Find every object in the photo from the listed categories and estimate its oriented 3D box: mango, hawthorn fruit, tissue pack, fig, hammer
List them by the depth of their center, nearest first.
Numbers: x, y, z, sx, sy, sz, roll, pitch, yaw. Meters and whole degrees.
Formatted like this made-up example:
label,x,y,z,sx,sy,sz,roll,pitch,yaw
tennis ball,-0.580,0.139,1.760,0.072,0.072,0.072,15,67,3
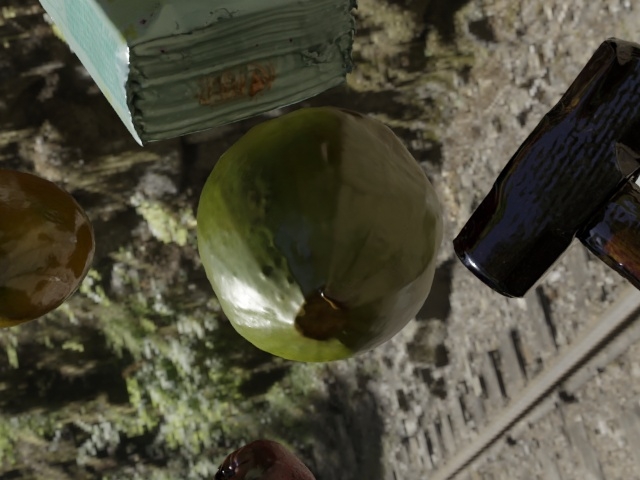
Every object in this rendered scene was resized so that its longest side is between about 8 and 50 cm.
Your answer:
label,x,y,z,sx,sy,sz,roll,pitch,yaw
hammer,0.317,0.045,0.787,0.409,0.242,0.095,47,-159,21
mango,-0.301,0.007,0.893,0.254,0.175,0.139,15,129,46
tissue pack,-0.171,-0.303,1.168,0.388,0.287,0.162,51,152,40
fig,-0.001,0.008,1.215,0.343,0.343,0.344,169,90,-82
hawthorn fruit,-0.067,0.359,1.334,0.148,0.172,0.148,-51,22,30

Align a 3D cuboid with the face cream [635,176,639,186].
label,x,y,z,sx,sy,sz,roll,pitch,yaw
face cream,0.678,-0.096,1.545,0.102,0.345,0.102,-28,-56,-52
